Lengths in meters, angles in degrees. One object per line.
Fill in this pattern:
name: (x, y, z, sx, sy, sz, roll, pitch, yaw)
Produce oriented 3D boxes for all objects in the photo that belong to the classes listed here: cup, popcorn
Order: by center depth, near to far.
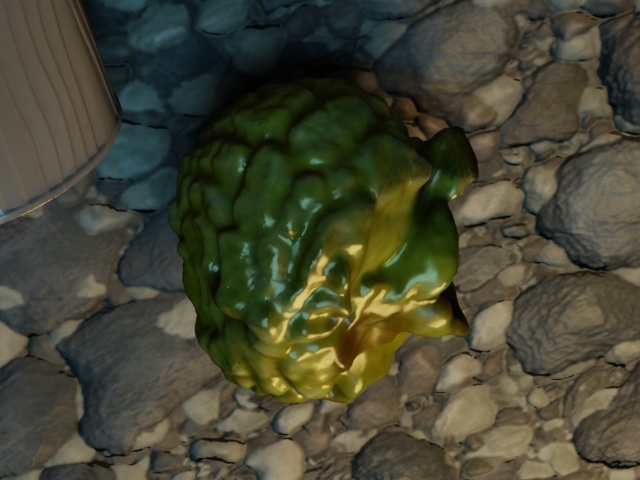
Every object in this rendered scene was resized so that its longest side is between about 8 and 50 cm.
cup: (-0.292, -0.145, 1.298, 0.208, 0.288, 0.273, 11, 131, 35)
popcorn: (0.000, 0.000, 1.472, 0.258, 0.224, 0.270, 26, 110, -42)
